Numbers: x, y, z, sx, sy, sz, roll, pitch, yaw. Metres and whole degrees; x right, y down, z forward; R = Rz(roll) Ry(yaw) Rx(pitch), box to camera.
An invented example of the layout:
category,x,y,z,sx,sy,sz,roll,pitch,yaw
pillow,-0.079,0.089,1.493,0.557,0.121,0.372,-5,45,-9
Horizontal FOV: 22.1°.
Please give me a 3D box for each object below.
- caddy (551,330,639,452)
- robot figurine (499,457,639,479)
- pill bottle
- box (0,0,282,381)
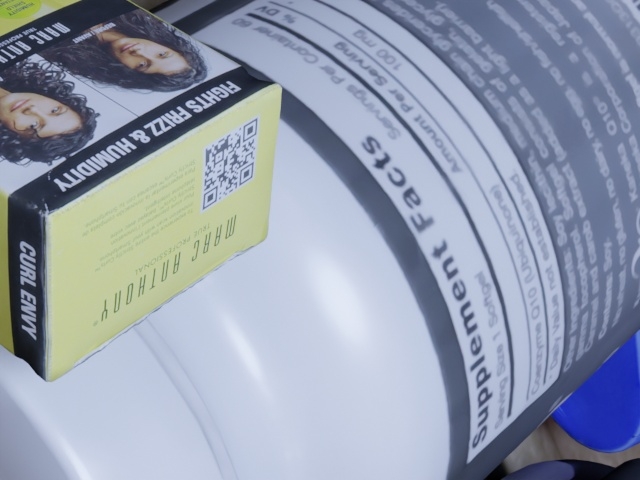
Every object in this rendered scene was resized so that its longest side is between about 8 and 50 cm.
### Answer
category,x,y,z,sx,sy,sz,roll,pitch,yaw
caddy,0.207,-0.045,0.800,0.179,0.241,0.341,-29,114,-37
robot figurine,0.093,0.207,0.741,0.278,0.173,0.209,-23,102,-43
pill bottle,0.000,0.000,0.606,0.363,0.210,0.210,-36,117,-38
box,-0.125,-0.056,0.458,0.087,0.232,0.058,-34,144,-38
